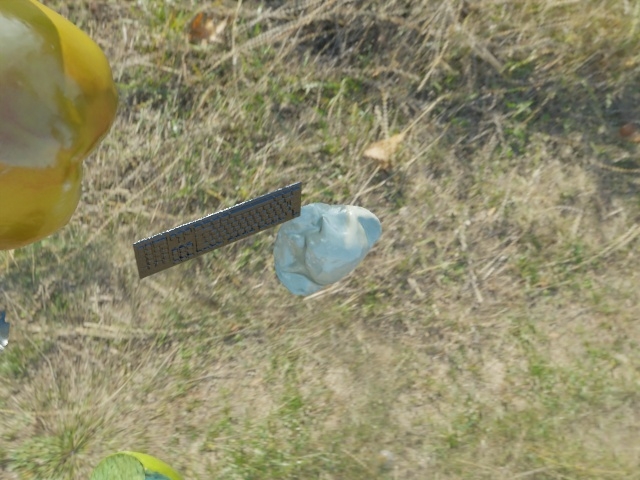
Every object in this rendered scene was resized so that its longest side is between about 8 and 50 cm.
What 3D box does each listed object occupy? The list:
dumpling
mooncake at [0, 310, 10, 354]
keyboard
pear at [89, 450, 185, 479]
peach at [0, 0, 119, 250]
[{"bbox_3d":[0.002,-0.002,1.427,0.134,0.169,0.100,46,36,-18],"label":"dumpling"},{"bbox_3d":[-0.603,0.179,1.234,0.347,0.057,0.150,-4,83,-19],"label":"mooncake"},{"bbox_3d":[-0.111,-0.012,1.015,0.202,0.067,0.011,-22,59,-19],"label":"keyboard"},{"bbox_3d":[-0.278,0.447,1.336,0.139,0.239,0.288,14,84,-40],"label":"pear"},{"bbox_3d":[-0.388,-0.150,0.981,0.308,0.289,0.289,23,72,-17],"label":"peach"}]
